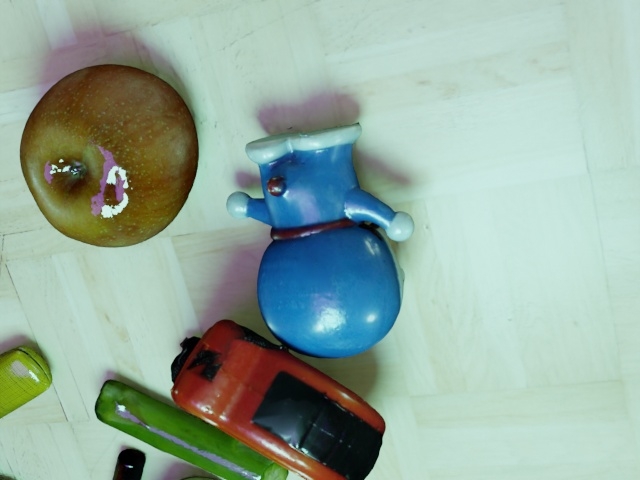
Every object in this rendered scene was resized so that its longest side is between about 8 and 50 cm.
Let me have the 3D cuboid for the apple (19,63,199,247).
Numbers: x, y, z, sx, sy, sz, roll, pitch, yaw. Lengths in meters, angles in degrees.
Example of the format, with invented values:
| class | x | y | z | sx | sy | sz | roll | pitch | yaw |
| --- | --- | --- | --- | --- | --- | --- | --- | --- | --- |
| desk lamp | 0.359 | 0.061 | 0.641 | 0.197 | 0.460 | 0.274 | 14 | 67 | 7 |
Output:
| class | x | y | z | sx | sy | sz | roll | pitch | yaw |
| --- | --- | --- | --- | --- | --- | --- | --- | --- | --- |
| apple | -0.235 | -0.090 | 0.992 | 0.201 | 0.162 | 0.201 | 7 | 116 | 15 |

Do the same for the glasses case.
| class | x | y | z | sx | sy | sz | roll | pitch | yaw |
| --- | --- | --- | --- | --- | --- | --- | --- | --- | --- |
| glasses case | -0.467 | 0.215 | 1.248 | 0.234 | 0.064 | 0.079 | -30 | 103 | 25 |

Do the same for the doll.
| class | x | y | z | sx | sy | sz | roll | pitch | yaw |
| --- | --- | --- | --- | --- | --- | --- | --- | --- | --- |
| doll | 0.000 | 0.000 | 0.981 | 0.215 | 0.161 | 0.256 | -4 | 95 | 32 |

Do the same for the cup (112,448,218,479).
| class | x | y | z | sx | sy | sz | roll | pitch | yaw |
| --- | --- | --- | --- | --- | --- | --- | --- | --- | --- |
| cup | -0.198 | 0.408 | 1.232 | 0.166 | 0.239 | 0.177 | 12 | 132 | -36 |

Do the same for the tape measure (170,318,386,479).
| class | x | y | z | sx | sy | sz | roll | pitch | yaw |
| --- | --- | --- | --- | --- | --- | --- | --- | --- | --- |
| tape measure | -0.052 | 0.187 | 1.026 | 0.261 | 0.253 | 0.114 | 30 | 78 | -4 |

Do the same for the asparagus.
| class | x | y | z | sx | sy | sz | roll | pitch | yaw |
| --- | --- | --- | --- | --- | --- | --- | --- | --- | --- |
| asparagus | -0.171 | 0.262 | 1.183 | 0.278 | 0.060 | 0.067 | 22 | 107 | 6 |
